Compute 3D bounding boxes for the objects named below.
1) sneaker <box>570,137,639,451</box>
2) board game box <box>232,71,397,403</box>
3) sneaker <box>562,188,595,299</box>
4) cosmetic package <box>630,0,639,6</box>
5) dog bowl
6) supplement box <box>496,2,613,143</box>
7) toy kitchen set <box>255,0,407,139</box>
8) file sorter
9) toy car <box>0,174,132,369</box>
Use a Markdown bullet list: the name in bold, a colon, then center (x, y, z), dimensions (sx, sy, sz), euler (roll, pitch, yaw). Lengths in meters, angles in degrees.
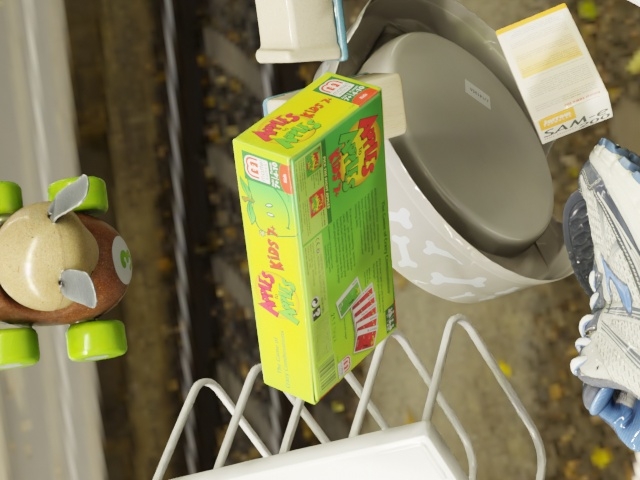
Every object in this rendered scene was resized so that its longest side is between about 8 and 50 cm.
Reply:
- **sneaker**: center (0.087, 0.021, 0.404), dimensions (0.058, 0.052, 0.135), euler (-50, 25, 20)
- **board game box**: center (0.000, 0.000, 0.943), dimensions (0.043, 0.092, 0.181), euler (20, 132, 31)
- **sneaker**: center (0.285, 0.041, 1.321), dimensions (0.069, 0.082, 0.209), euler (-44, 74, 40)
- **cosmetic package**: center (0.458, -0.372, 1.540), dimensions (0.155, 0.197, 0.366), euler (35, 105, 27)
- **dog bowl**: center (0.131, -0.092, 1.587), dimensions (0.102, 0.348, 0.349), euler (-34, 63, 34)
- **supplement box**: center (0.187, -0.134, 1.232), dimensions (0.036, 0.062, 0.098), euler (58, -167, -57)
- **toy kitchen set**: center (-0.036, -0.182, 1.299), dimensions (0.166, 0.122, 0.207), euler (9, 111, 49)
- **file sorter**: center (0.027, 0.196, 1.280), dimensions (0.193, 0.277, 0.173), euler (57, -147, -28)
- **toy car**: center (-0.207, 0.013, 1.250), dimensions (0.188, 0.149, 0.155), euler (-26, 70, 63)
